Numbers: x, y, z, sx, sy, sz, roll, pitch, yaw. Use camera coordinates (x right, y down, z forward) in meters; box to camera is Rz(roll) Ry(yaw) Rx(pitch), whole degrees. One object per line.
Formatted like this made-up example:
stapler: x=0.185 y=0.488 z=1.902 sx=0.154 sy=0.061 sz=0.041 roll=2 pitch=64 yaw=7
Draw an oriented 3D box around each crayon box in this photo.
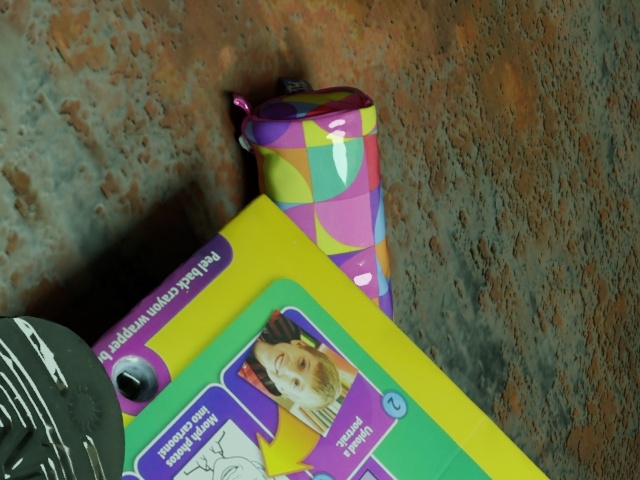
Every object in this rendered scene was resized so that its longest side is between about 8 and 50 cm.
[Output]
crayon box: x=-0.047 y=0.193 z=0.945 sx=0.313 sy=0.106 sz=0.363 roll=46 pitch=49 yaw=0

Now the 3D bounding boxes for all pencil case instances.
pencil case: x=0.000 y=0.000 z=1.126 sx=0.104 sy=0.104 sz=0.236 roll=-29 pitch=119 yaw=-46

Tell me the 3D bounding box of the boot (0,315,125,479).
boot: x=-0.278 y=0.139 z=0.652 sx=0.348 sy=0.260 sz=0.131 roll=-36 pitch=115 yaw=-39
